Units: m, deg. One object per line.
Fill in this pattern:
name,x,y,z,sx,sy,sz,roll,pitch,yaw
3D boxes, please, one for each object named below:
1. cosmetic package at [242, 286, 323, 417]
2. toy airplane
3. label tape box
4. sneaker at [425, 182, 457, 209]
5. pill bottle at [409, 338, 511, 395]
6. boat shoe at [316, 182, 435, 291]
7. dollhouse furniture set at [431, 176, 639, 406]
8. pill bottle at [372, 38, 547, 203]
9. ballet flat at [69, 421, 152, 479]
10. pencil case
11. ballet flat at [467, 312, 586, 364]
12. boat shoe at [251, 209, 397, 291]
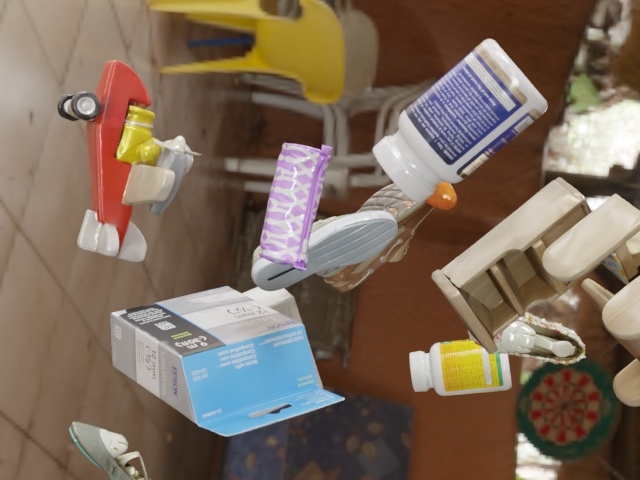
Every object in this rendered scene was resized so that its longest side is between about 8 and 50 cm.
cosmetic package,-0.143,0.236,2.078,0.138,0.224,0.224,-142,-147,-66
toy airplane,-0.400,-0.141,2.141,0.386,0.272,0.384,63,-33,32
label tape box,-0.160,0.193,1.673,0.249,0.347,0.115,-11,109,-38
sneaker,0.177,-0.114,1.833,0.064,0.175,0.067,-50,-179,25
pill bottle,0.302,0.274,2.157,0.117,0.208,0.117,-8,90,-80
boat shoe,0.132,-0.015,2.091,0.116,0.324,0.123,52,4,-34
dollhouse furniture set,0.386,0.124,1.448,0.362,0.256,0.394,51,1,-42
pill bottle,0.224,-0.189,1.631,0.264,0.153,0.153,-40,-173,14
ballet flat,-0.342,0.360,1.668,0.072,0.068,0.213,53,-9,53
pencil case,-0.041,-0.055,1.604,0.088,0.086,0.206,13,-87,51
ballet flat,0.376,0.172,1.771,0.077,0.241,0.091,29,-73,61
boat shoe,0.000,0.000,1.950,0.094,0.302,0.109,-107,175,-47
